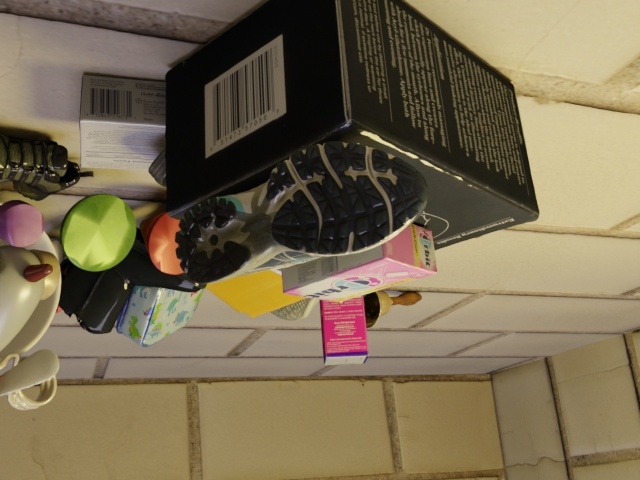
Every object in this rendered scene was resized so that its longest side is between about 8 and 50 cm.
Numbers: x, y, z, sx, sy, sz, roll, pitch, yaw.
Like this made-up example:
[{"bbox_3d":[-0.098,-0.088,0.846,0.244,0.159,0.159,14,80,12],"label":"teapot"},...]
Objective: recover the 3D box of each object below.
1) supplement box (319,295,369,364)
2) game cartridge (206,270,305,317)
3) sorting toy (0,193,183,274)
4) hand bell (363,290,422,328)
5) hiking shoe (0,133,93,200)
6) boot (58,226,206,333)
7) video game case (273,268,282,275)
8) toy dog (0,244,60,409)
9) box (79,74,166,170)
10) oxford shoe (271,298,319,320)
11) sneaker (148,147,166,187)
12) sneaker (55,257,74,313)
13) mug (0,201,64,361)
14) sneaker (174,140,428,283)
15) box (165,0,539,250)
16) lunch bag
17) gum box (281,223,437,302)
[{"bbox_3d":[0.057,0.200,1.809,0.114,0.220,0.111,-2,160,-3],"label":"supplement box"},{"bbox_3d":[-0.145,0.022,1.340,0.285,0.053,0.323,41,142,-22],"label":"game cartridge"},{"bbox_3d":[-0.373,-0.023,1.180,0.365,0.127,0.126,7,-171,-45],"label":"sorting toy"},{"bbox_3d":[0.201,0.168,1.971,0.242,0.126,0.126,-4,166,-43],"label":"hand bell"},{"bbox_3d":[-0.429,-0.124,1.019,0.114,0.086,0.227,-15,168,11],"label":"hiking shoe"},{"bbox_3d":[-0.359,0.091,1.333,0.246,0.207,0.094,29,-169,-3],"label":"boot"},{"bbox_3d":[0.000,0.000,1.211,0.190,0.022,0.173,26,108,-19],"label":"video game case"},{"bbox_3d":[-0.475,0.143,1.066,0.161,0.334,0.220,2,-170,37],"label":"toy dog"},{"bbox_3d":[-0.261,-0.155,0.959,0.126,0.072,0.137,2,159,-18],"label":"box"},{"bbox_3d":[-0.045,0.066,1.548,0.169,0.130,0.449,43,151,-3],"label":"oxford shoe"},{"bbox_3d":[-0.146,-0.083,1.014,0.087,0.130,0.227,-42,179,15],"label":"sneaker"},{"bbox_3d":[-0.511,0.080,1.427,0.276,0.097,0.135,-9,144,-12],"label":"sneaker"},{"bbox_3d":[-0.644,0.065,1.269,0.328,0.276,0.374,-4,-166,35],"label":"mug"},{"bbox_3d":[-0.014,-0.029,0.737,0.283,0.110,0.122,-13,175,30],"label":"sneaker"},{"bbox_3d":[0.047,-0.123,0.908,0.293,0.212,0.395,-21,154,38],"label":"box"},{"bbox_3d":[-0.327,0.114,1.488,0.090,0.176,0.219,28,-160,13],"label":"lunch bag"},{"bbox_3d":[0.043,0.030,0.928,0.188,0.062,0.107,-21,154,39],"label":"gum box"}]
